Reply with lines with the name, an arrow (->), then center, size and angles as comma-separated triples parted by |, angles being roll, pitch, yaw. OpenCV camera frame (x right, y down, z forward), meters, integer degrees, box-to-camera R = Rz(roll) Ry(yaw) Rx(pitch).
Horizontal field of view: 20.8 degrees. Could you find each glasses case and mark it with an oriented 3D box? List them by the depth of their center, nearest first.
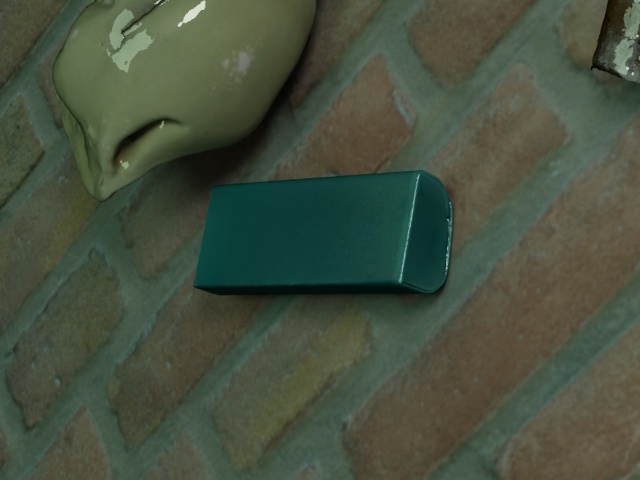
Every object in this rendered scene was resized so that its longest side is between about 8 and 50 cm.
glasses case -> 0.001, -0.002, 1.753 | 0.301, 0.070, 0.117 | -2, 74, 47

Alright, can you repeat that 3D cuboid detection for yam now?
yam -> 0.282, -0.205, 1.499 | 0.079, 0.079, 0.141 | 20, 98, 46

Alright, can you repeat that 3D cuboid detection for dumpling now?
dumpling -> -0.156, -0.243, 1.857 | 0.395, 0.233, 0.315 | -49, 47, 8
